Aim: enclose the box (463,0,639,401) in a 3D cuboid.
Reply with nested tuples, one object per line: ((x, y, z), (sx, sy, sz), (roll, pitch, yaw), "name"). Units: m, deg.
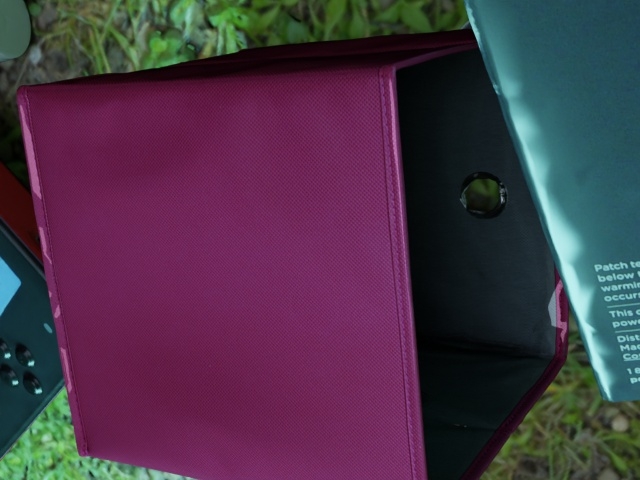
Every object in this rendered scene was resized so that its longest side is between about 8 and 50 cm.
((0.181, -0.161, 0.450), (0.179, 0.343, 0.312), (-10, 129, 23), "box")

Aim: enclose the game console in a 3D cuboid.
((-0.378, 0.013, 0.877), (0.386, 0.060, 0.342), (48, 129, 2), "game console")

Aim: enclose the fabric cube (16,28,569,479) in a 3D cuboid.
((0.000, 0.000, 0.647), (0.258, 0.259, 0.254), (2, 107, 31), "fabric cube")

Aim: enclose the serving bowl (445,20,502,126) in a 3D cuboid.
((0.134, -0.126, 0.704), (0.083, 0.027, 0.083), (6, 107, 19), "serving bowl")

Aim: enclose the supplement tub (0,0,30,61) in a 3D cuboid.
((-0.311, -0.181, 0.828), (0.107, 0.071, 0.071), (-6, 103, 21), "supplement tub")
